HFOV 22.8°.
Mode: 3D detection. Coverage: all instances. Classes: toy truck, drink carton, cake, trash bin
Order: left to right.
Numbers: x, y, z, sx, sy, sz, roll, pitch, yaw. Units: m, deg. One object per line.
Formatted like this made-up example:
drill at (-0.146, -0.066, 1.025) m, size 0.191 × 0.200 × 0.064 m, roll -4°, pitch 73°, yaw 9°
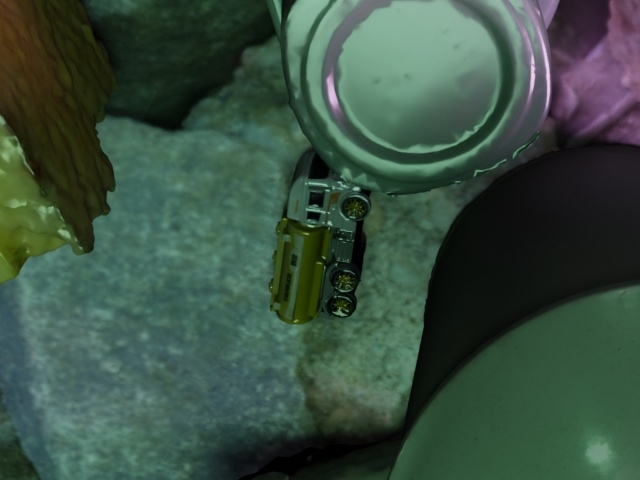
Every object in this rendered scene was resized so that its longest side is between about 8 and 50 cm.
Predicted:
cake at (-0.289, -0.073, 0.926) m, size 0.286 × 0.222 × 0.227 m, roll -22°, pitch 117°, yaw 13°
toy truck at (0.000, 0.000, 1.067) m, size 0.062 × 0.052 × 0.123 m, roll 9°, pitch 122°, yaw 2°
drink carton at (0.052, -0.140, 0.910) m, size 0.191 × 0.190 × 0.185 m, roll -14°, pitch 114°, yaw 8°
trash bin at (0.176, 0.110, 0.886) m, size 0.280 × 0.432 × 0.280 m, roll 1°, pitch 106°, yaw 4°

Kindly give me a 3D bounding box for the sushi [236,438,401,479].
sushi at (0.048, 0.318, 1.122) m, size 0.281 × 0.299 × 0.294 m, roll -22°, pitch 125°, yaw -20°
